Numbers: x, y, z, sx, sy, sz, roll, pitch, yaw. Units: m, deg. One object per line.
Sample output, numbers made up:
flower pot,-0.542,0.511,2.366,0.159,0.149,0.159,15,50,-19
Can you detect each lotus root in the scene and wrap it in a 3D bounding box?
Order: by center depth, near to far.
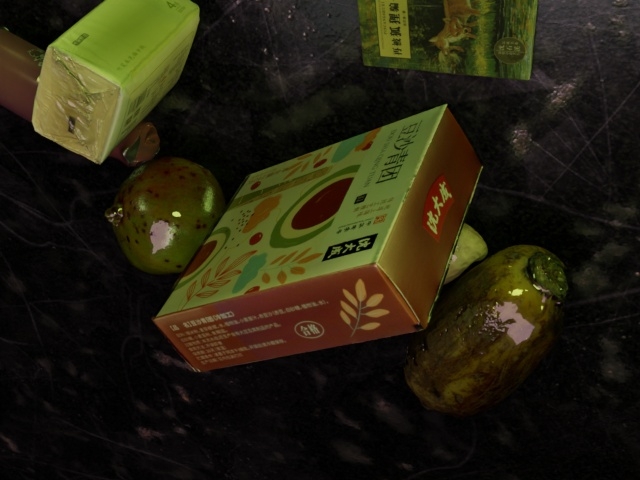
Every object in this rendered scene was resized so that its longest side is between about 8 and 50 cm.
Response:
lotus root,0.252,0.152,1.362,0.179,0.196,0.397,38,136,4

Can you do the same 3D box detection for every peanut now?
peanut,0.133,0.027,1.369,0.263,0.101,0.117,-5,148,28

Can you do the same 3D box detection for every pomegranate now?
pomegranate,-0.218,-0.028,1.418,0.246,0.198,0.198,25,136,-2

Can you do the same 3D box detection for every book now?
book,0.160,-0.285,1.120,0.228,0.024,0.160,9,136,17

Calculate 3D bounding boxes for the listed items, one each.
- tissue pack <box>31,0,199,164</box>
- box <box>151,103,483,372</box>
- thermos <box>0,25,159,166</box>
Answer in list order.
tissue pack,-0.283,-0.241,1.215,0.125,0.234,0.159,30,136,-1
box,0.000,0.000,1.229,0.385,0.344,0.122,-16,121,35
thermos,-0.387,-0.207,1.353,0.330,0.109,0.136,30,171,13
